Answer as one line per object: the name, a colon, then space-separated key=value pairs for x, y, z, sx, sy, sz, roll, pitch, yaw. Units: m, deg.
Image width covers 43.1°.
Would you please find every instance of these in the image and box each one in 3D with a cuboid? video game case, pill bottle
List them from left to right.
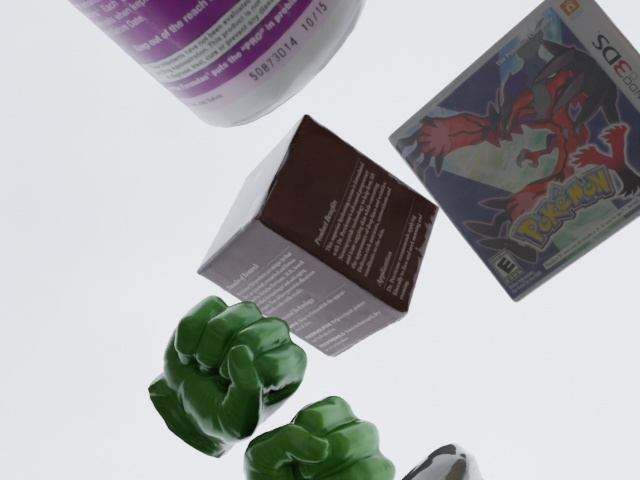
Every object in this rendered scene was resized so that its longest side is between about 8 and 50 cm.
pill bottle: x=-0.119 y=-0.226 z=0.514 sx=0.169 sy=0.301 sz=0.169 roll=-31 pitch=-143 yaw=26
video game case: x=0.184 y=-0.078 z=0.667 sx=0.201 sy=0.023 sz=0.183 roll=-40 pitch=-99 yaw=24

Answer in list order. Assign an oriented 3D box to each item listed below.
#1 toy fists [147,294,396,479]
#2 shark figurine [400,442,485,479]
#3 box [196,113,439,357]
toy fists: x=-0.047 y=0.171 z=0.742 sx=0.279 sy=0.096 sz=0.142 roll=47 pitch=-71 yaw=24
shark figurine: x=0.027 y=0.244 z=0.521 sx=0.116 sy=0.166 sz=0.278 roll=16 pitch=-88 yaw=9
box: x=0.000 y=0.000 z=0.957 sx=0.203 sy=0.167 sz=0.168 roll=34 pitch=-127 yaw=-14
